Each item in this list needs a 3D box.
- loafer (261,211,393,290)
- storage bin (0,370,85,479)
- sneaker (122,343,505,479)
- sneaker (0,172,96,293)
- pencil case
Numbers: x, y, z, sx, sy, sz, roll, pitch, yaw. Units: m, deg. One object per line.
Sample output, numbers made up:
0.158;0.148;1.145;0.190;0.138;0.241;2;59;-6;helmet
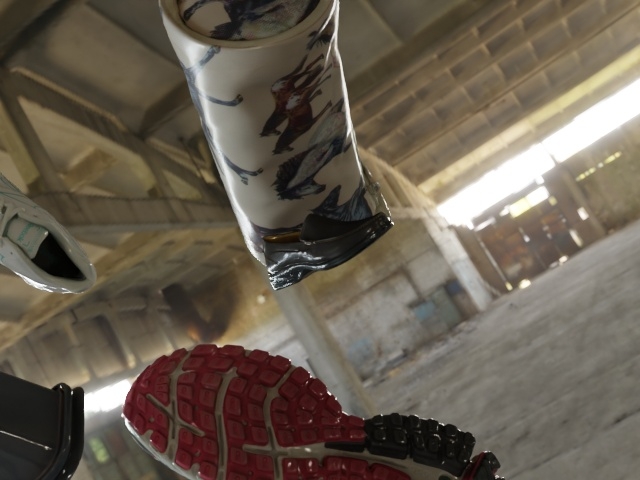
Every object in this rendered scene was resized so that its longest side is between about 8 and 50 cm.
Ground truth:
0.000;0.000;0.837;0.170;0.061;0.062;-25;3;34;loafer
-0.230;0.144;0.501;0.135;0.098;0.091;-44;-56;16;storage bin
-0.012;0.181;0.604;0.120;0.299;0.112;-73;10;-47;sneaker
-0.200;-0.015;0.491;0.061;0.152;0.053;11;67;53;sneaker
-0.034;-0.131;0.847;0.184;0.160;0.410;-25;-34;-7;pencil case
